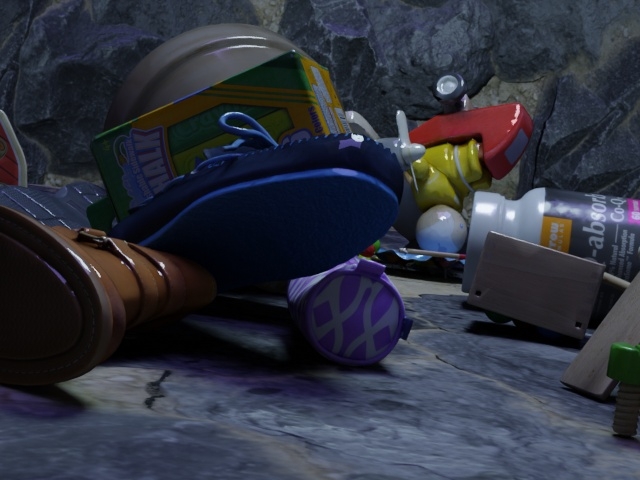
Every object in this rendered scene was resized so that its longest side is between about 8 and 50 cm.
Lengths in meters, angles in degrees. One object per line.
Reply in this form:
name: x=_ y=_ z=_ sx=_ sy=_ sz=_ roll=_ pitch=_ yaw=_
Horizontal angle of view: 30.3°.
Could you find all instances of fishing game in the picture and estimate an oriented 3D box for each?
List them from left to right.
fishing game: x=0.156 y=0.037 z=1.859 sx=0.189 sy=0.041 sz=0.264 roll=7 pitch=-4 yaw=-10

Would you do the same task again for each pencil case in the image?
pencil case: x=0.017 y=0.050 z=1.017 sx=0.086 sy=0.088 sz=0.206 roll=9 pitch=3 yaw=-9

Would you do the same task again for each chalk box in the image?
chalk box: x=-0.106 y=-0.048 z=1.192 sx=0.289 sy=0.180 sz=0.179 roll=-23 pitch=-2 yaw=11

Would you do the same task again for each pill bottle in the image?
pill bottle: x=0.324 y=0.020 z=1.487 sx=0.278 sy=0.162 sz=0.162 roll=8 pitch=4 yaw=7

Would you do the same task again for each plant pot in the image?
plant pot: x=-0.078 y=-0.077 z=1.445 sx=0.323 sy=0.323 sz=0.280 roll=5 pitch=21 yaw=-27

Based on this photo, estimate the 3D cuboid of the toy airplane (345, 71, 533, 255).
toy airplane: x=0.145 y=-0.075 z=1.999 sx=0.386 sy=0.384 sz=0.272 roll=-3 pitch=51 yaw=-26

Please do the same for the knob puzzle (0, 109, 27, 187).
knob puzzle: x=-0.428 y=-0.074 z=1.372 sx=0.213 sy=0.213 sz=0.030 roll=7 pitch=3 yaw=-3

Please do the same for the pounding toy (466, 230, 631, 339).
pounding toy: x=0.276 y=0.067 z=1.307 sx=0.206 sy=0.094 sz=0.181 roll=18 pitch=1 yaw=11

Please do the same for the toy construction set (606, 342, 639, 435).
toy construction set: x=0.318 y=0.033 z=0.716 sx=0.257 sy=0.237 sz=0.309 roll=5 pitch=4 yaw=-29

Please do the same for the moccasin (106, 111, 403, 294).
moccasin: x=-0.074 y=-0.036 z=0.970 sx=0.342 sy=0.117 sz=0.138 roll=-15 pitch=-43 yaw=40

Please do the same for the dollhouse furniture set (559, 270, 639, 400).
dollhouse furniture set: x=0.311 y=0.123 z=0.940 sx=0.151 sy=0.123 sz=0.144 roll=43 pitch=-11 yaw=-21

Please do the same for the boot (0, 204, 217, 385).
boot: x=-0.159 y=0.043 z=0.830 sx=0.220 sy=0.109 sz=0.283 roll=9 pitch=-6 yaw=-43

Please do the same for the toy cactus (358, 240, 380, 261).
toy cactus: x=0.000 y=0.000 z=1.765 sx=0.180 sy=0.112 sz=0.219 roll=-3 pitch=14 yaw=-2

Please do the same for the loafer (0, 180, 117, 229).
loafer: x=-0.307 y=0.000 z=1.322 sx=0.109 sy=0.095 sz=0.302 roll=38 pitch=14 yaw=8

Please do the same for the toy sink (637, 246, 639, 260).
toy sink: x=0.431 y=0.039 z=1.216 sx=0.131 sy=0.153 sz=0.234 roll=-36 pitch=20 yaw=-14
